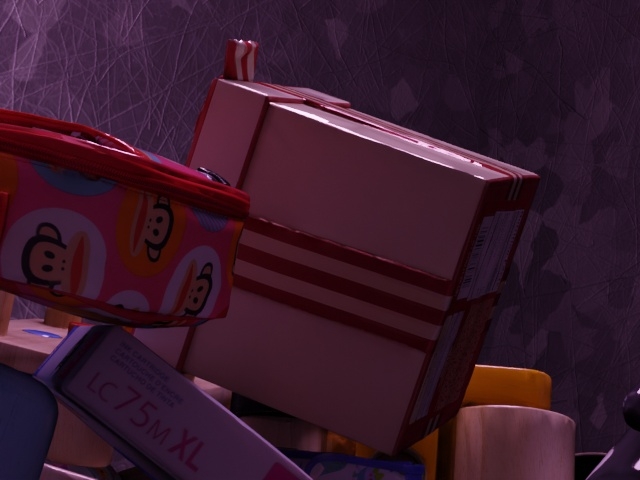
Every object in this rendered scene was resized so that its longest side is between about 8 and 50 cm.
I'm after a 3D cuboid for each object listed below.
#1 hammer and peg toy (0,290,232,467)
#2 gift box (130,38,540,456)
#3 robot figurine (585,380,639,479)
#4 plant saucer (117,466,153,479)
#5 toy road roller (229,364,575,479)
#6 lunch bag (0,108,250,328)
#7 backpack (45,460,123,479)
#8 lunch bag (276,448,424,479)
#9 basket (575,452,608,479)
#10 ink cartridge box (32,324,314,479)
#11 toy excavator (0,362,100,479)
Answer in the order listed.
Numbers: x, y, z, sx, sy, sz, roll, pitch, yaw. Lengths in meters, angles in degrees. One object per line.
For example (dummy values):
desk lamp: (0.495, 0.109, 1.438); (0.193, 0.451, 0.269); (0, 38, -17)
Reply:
hammer and peg toy: (-0.214, 0.108, 1.581); (0.266, 0.127, 0.361); (13, 2, 14)
gift box: (0.000, 0.000, 1.356); (0.258, 0.255, 0.276); (20, 4, 16)
robot figurine: (0.318, 0.209, 1.425); (0.173, 0.278, 0.209); (33, -37, 22)
plant saucer: (-0.119, 0.272, 1.788); (0.278, 0.041, 0.278); (-10, -22, -4)
toy road roller: (0.058, 0.230, 1.575); (0.329, 0.202, 0.240); (3, -18, 5)
lunch bag: (-0.216, -0.024, 1.093); (0.293, 0.120, 0.258); (13, -1, 26)
backpack: (-0.276, 0.240, 1.638); (0.182, 0.152, 0.115); (17, -1, 5)
lunch bag: (0.019, 0.223, 1.307); (0.096, 0.129, 0.151); (10, -7, -36)
basket: (0.273, 0.319, 1.944); (0.204, 0.154, 0.227); (4, -10, -9)
ink cartridge box: (-0.108, 0.135, 1.227); (0.186, 0.065, 0.311); (40, -13, -8)
toy excavator: (-0.252, 0.164, 1.148); (0.445, 0.222, 0.433); (23, -14, -21)
